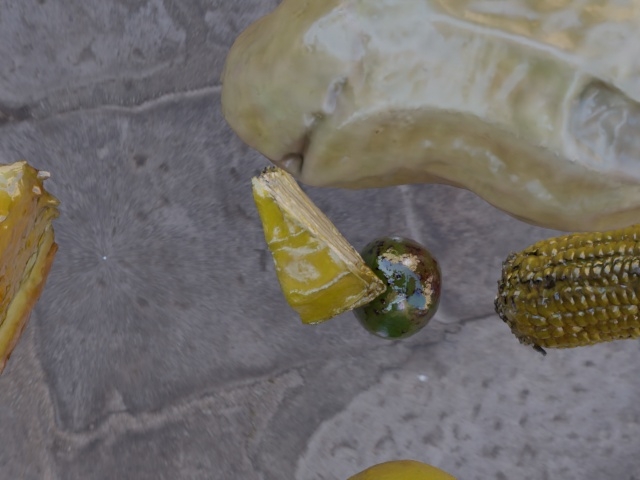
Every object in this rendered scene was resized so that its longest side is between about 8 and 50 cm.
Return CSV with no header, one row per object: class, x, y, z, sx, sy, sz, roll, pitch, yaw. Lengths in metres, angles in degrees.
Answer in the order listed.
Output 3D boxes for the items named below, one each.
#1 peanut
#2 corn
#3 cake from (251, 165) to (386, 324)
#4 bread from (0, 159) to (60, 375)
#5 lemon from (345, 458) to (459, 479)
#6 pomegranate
peanut,0.116,-0.101,0.627,0.340,0.158,0.174,14,105,8
corn,0.301,0.033,0.970,0.115,0.318,0.115,21,64,-49
cake,-0.002,0.000,1.163,0.116,0.080,0.185,-9,87,21
bread,-0.212,0.012,0.357,0.229,0.143,0.139,15,67,-14
lemon,0.095,0.385,1.254,0.233,0.288,0.233,4,115,8
pomegranate,0.084,0.054,1.250,0.130,0.130,0.130,0,89,-12
